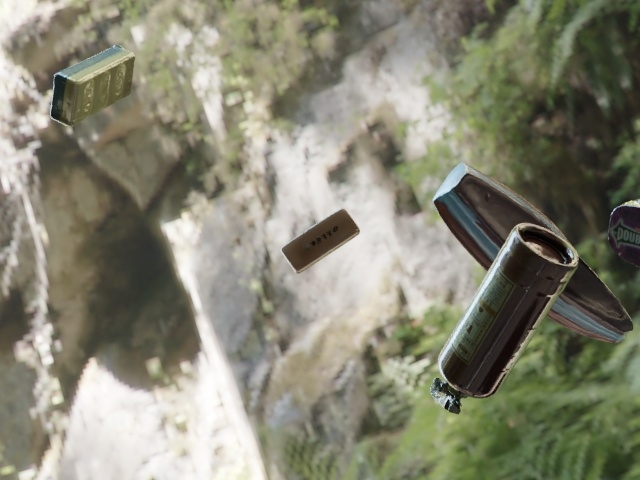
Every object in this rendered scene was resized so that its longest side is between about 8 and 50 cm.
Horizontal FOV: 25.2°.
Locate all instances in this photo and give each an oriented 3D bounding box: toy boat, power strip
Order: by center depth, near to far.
[{"bbox_3d":[-0.247,-0.171,1.569,0.123,0.032,0.056,-41,-29,-54],"label":"power strip"},{"bbox_3d":[0.343,0.031,2.225,0.136,0.392,0.079,-52,11,-17],"label":"toy boat"}]

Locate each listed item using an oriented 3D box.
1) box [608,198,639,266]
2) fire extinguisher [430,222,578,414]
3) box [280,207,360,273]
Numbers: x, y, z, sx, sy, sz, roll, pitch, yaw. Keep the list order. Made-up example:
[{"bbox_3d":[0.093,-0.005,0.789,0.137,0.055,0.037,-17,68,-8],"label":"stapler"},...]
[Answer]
[{"bbox_3d":[0.600,-0.038,2.209,0.345,0.134,0.097,-17,-66,-41],"label":"box"},{"bbox_3d":[0.168,0.086,1.404,0.071,0.099,0.231,22,-60,-9],"label":"fire extinguisher"},{"bbox_3d":[0.000,0.000,2.071,0.115,0.048,0.025,-32,-11,-10],"label":"box"}]
